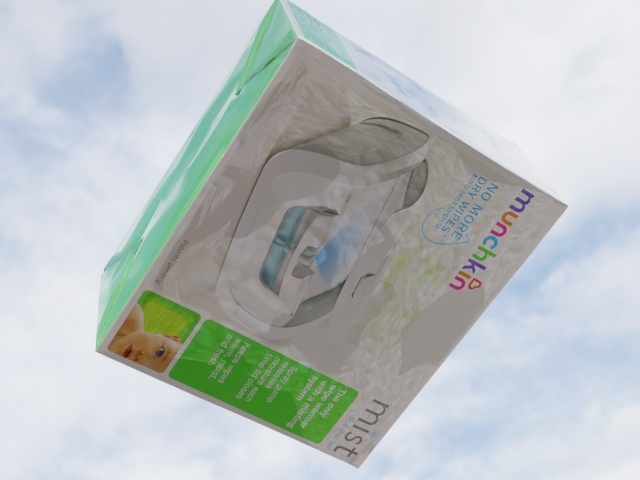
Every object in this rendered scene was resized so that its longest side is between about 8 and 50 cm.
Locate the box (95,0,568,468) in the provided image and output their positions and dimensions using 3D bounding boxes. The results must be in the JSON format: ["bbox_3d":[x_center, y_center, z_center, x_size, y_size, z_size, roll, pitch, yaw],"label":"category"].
[{"bbox_3d":[0.000,0.000,0.743,0.231,0.127,0.262,29,-72,-21],"label":"box"}]
